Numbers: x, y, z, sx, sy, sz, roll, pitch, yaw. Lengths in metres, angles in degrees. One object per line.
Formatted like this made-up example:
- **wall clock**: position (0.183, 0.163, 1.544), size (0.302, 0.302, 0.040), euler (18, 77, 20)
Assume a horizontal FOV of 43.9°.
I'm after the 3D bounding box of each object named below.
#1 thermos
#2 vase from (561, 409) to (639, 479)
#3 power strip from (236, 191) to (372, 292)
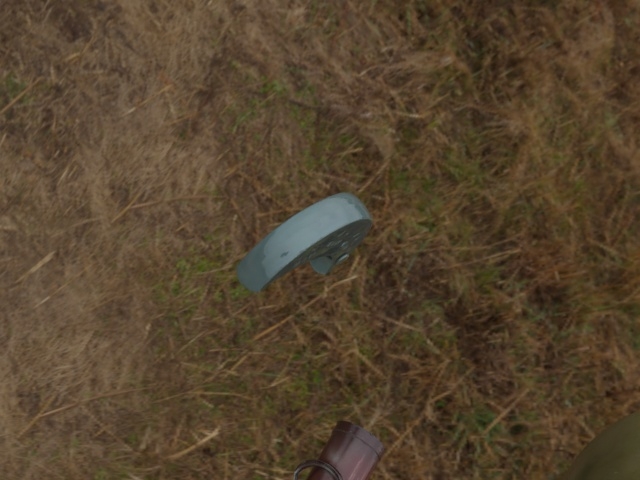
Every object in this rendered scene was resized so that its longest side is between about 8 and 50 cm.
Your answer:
- **thermos**: position (0.012, 0.413, 1.270), size (0.232, 0.098, 0.124), euler (-57, 134, -28)
- **vase**: position (0.269, 0.307, 0.602), size (0.302, 0.241, 0.330), euler (-17, 89, -25)
- **power strip**: position (0.000, 0.000, 1.135), size (0.054, 0.167, 0.253), euler (55, 28, 13)
